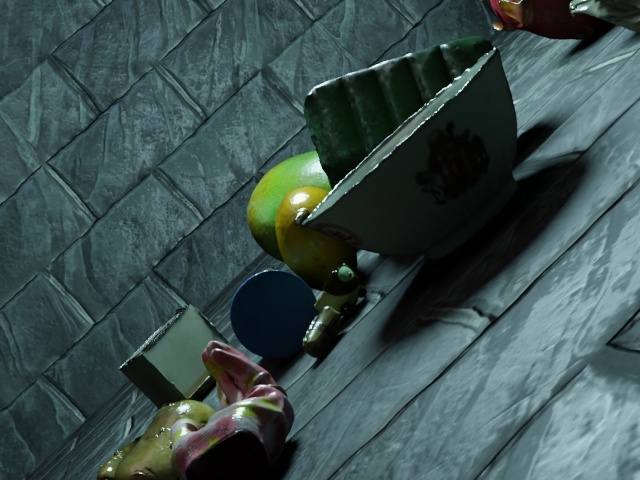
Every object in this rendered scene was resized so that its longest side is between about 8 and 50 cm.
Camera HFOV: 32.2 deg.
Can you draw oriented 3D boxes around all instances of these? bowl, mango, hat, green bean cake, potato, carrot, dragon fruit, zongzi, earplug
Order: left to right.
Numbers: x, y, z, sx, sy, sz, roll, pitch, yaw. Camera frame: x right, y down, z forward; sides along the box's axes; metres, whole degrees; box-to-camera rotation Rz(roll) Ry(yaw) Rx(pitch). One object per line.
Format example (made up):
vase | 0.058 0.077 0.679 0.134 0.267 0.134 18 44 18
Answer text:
carrot | -0.352 0.394 2.002 0.049 0.049 0.254 -42 1 9
potato | -0.233 0.305 1.620 0.164 0.081 0.200 -36 11 46
earplug | -0.076 0.112 1.778 0.132 0.132 0.273 -43 2 -3
zongzi | -0.007 0.139 1.522 0.076 0.040 0.083 -56 0 -38
mango | 0.000 0.000 1.818 0.119 0.176 0.317 -26 -9 7
mango | 0.006 -0.066 2.157 0.382 0.201 0.225 -9 51 45
hat | 0.032 0.078 1.590 0.076 0.059 0.077 -58 -4 14
green bean cake | 0.151 -0.163 1.742 0.308 0.169 0.300 -19 -20 7
bowl | 0.149 -0.079 1.429 0.337 0.157 0.337 -42 5 4
dragon fruit | 0.436 -0.472 1.996 0.315 0.250 0.250 0 4 -4
hat | 0.492 -0.426 1.670 0.214 0.149 0.244 -53 -13 -63

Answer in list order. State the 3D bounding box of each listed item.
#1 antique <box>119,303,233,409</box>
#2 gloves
antique | -0.263 0.225 2.066 0.146 0.148 0.152 -45 5 -32
gloves | -0.100 0.205 1.256 0.241 0.126 0.145 -76 9 -75
